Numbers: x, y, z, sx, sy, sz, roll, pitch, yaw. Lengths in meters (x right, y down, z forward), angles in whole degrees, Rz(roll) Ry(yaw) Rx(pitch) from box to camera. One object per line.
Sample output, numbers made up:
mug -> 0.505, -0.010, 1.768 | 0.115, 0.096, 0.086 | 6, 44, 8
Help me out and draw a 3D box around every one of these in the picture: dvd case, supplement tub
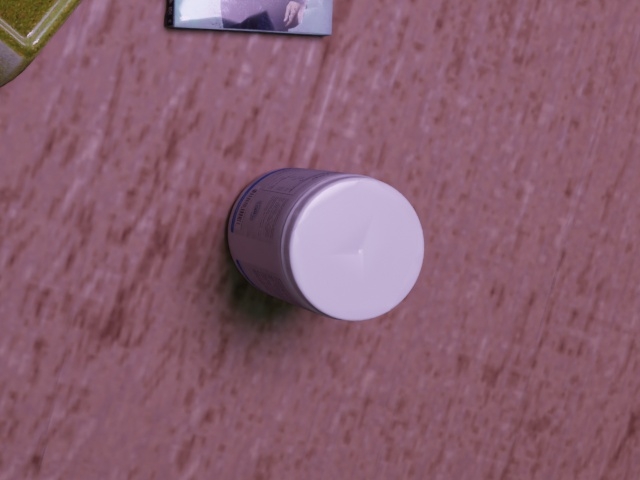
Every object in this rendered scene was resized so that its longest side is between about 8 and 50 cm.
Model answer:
dvd case -> -0.034, -0.166, 0.736 | 0.087, 0.013, 0.119 | 1, 94, -20
supplement tub -> 0.000, 0.000, 0.715 | 0.071, 0.107, 0.071 | -2, 96, -20

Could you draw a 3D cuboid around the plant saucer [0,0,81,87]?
plant saucer -> -0.135, -0.168, 0.622 | 0.188, 0.045, 0.188 | -51, 145, -2
